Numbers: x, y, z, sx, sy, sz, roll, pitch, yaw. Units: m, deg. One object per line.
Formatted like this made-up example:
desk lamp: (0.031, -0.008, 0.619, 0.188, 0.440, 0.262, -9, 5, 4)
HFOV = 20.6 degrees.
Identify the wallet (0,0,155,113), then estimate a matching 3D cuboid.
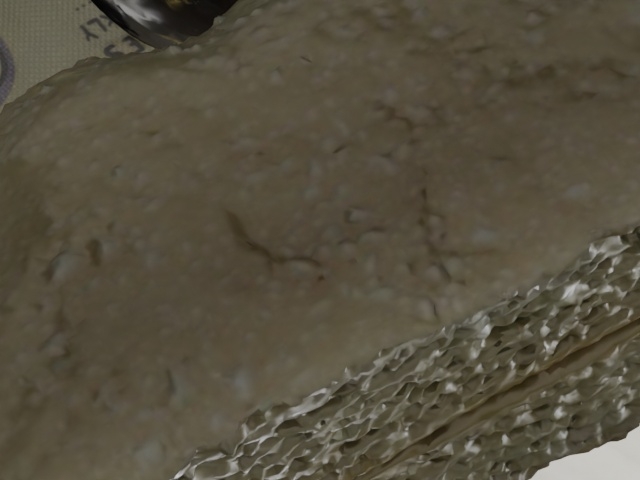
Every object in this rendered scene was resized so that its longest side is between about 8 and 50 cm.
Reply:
wallet: (-0.208, -0.132, 1.087, 0.335, 0.068, 0.275, -40, -120, -17)

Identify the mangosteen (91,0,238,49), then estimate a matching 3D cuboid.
mangosteen: (-0.001, -0.144, 0.761, 0.211, 0.250, 0.211, -38, -172, 6)

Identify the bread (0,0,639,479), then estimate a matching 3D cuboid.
bread: (0.000, -0.002, 0.525, 0.337, 0.102, 0.183, -28, -124, -10)
